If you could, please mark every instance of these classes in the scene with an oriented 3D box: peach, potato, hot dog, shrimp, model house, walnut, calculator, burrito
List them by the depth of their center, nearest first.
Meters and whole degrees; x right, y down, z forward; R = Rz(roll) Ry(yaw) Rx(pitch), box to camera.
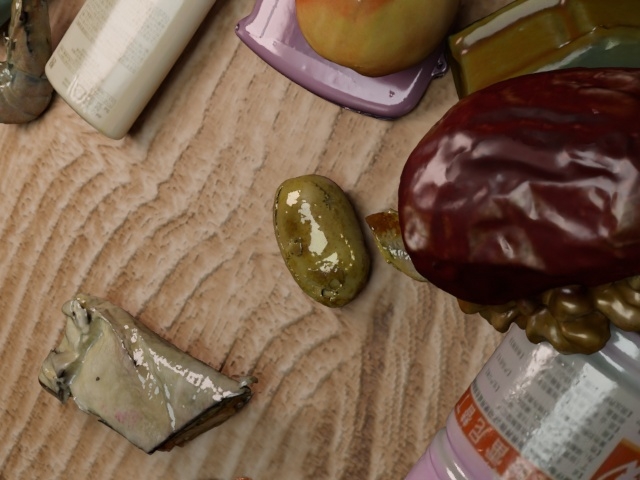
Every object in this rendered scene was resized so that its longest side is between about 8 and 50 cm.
[{"bbox_3d":[0.213,-0.023,0.784,0.269,0.221,0.244,-7,83,45],"label":"walnut"},{"bbox_3d":[0.243,-0.182,0.977,0.268,0.173,0.239,-24,41,20],"label":"model house"},{"bbox_3d":[0.060,-0.269,1.017,0.184,0.184,0.184,0,89,27],"label":"peach"},{"bbox_3d":[0.125,0.018,1.072,0.168,0.078,0.061,22,139,26],"label":"hot dog"},{"bbox_3d":[0.000,0.000,1.130,0.107,0.080,0.171,-18,80,12],"label":"potato"},{"bbox_3d":[0.029,-0.271,1.138,0.294,0.043,0.194,30,101,22],"label":"calculator"},{"bbox_3d":[-0.237,0.195,1.235,0.347,0.107,0.175,21,114,27],"label":"burrito"},{"bbox_3d":[-0.458,-0.285,1.319,0.145,0.059,0.254,1,126,-6],"label":"shrimp"}]

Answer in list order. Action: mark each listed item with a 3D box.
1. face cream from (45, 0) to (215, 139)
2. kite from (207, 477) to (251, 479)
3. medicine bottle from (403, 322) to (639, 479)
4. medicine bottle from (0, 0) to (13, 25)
[{"bbox_3d":[-0.236,-0.321,1.250,0.173,0.081,0.349,44,108,21],"label":"face cream"},{"bbox_3d":[-0.106,0.475,1.211,0.377,0.013,0.328,-15,83,24],"label":"kite"},{"bbox_3d":[0.234,0.208,0.939,0.202,0.202,0.316,38,105,22],"label":"medicine bottle"},{"bbox_3d":[-0.508,-0.382,1.357,0.225,0.139,0.139,-33,75,23],"label":"medicine bottle"}]
